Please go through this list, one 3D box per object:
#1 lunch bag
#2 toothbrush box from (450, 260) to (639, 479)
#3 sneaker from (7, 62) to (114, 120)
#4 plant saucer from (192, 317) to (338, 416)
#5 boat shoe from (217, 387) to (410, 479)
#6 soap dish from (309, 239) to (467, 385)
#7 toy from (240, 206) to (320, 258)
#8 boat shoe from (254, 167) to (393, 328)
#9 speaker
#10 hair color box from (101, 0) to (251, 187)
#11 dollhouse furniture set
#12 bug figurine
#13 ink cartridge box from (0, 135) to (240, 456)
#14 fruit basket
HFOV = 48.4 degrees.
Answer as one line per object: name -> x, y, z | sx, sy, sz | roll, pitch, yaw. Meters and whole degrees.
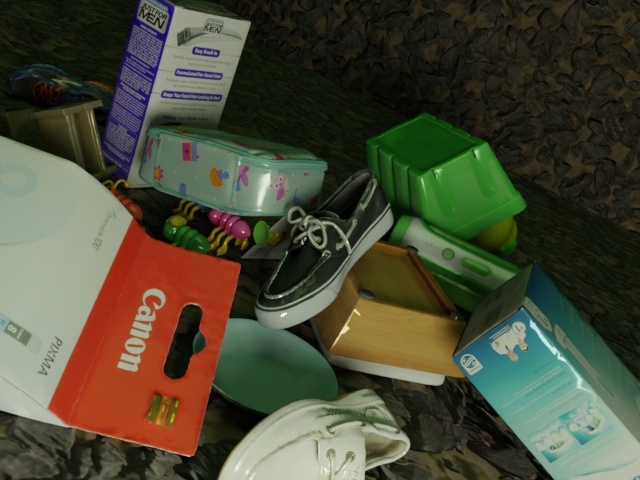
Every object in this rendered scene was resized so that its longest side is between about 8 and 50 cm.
lunch bag -> -0.141, -0.120, 1.170 | 0.279, 0.108, 0.224 | 18, 15, 27
toothbrush box -> 0.339, 0.201, 0.991 | 0.295, 0.126, 0.216 | 48, 25, 2
sneaker -> -0.534, -0.305, 1.486 | 0.221, 0.083, 0.087 | 8, 34, -25
plant saucer -> -0.074, 0.170, 0.907 | 0.194, 0.037, 0.195 | 20, 22, -8
boat shoe -> 0.010, 0.231, 0.770 | 0.096, 0.098, 0.277 | 36, 24, 31
soap dish -> 0.091, 0.093, 1.136 | 0.228, 0.118, 0.291 | 14, 23, -21
toy -> -0.018, -0.021, 1.254 | 0.237, 0.137, 0.056 | -4, 61, -44
boat shoe -> 0.003, 0.000, 1.030 | 0.113, 0.105, 0.306 | 12, 43, 42
speaker -> 0.267, 0.062, 1.369 | 0.296, 0.131, 0.131 | 26, 22, 8
hair color box -> -0.272, -0.270, 1.308 | 0.110, 0.339, 0.185 | 36, 26, 28
dollhouse furniture set -> -0.467, -0.160, 1.208 | 0.183, 0.129, 0.129 | -3, 17, 14
bug figurine -> -0.232, -0.043, 1.190 | 0.216, 0.072, 0.279 | 32, 23, 20
ink cartridge box -> -0.286, 0.045, 0.802 | 0.384, 0.091, 0.308 | 18, 41, -9
fruit basket -> 0.295, -0.076, 1.622 | 0.282, 0.392, 0.392 | -27, 38, -8
